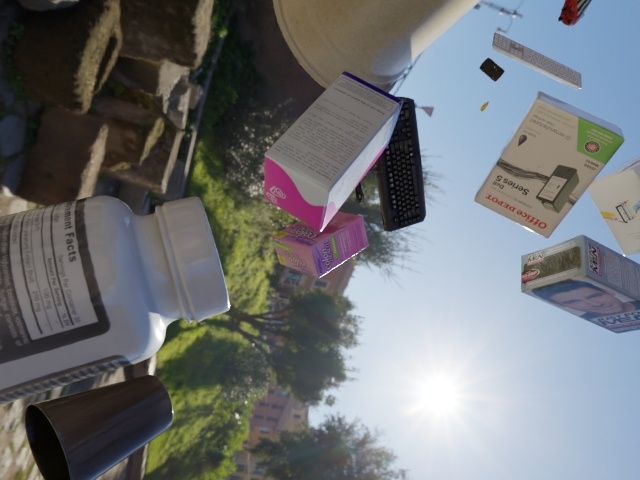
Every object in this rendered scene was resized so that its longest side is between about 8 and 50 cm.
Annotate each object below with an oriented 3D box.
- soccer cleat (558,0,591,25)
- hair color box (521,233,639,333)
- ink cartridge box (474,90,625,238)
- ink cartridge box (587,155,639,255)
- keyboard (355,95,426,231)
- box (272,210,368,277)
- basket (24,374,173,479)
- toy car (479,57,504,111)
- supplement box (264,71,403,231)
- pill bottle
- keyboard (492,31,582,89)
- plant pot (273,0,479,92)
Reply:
[{"bbox_3d":[0.294,-0.284,0.524,0.029,0.035,0.083,45,-23,36],"label":"soccer cleat"},{"bbox_3d":[0.726,0.125,1.209,0.185,0.374,0.114,-36,-143,57],"label":"hair color box"},{"bbox_3d":[0.516,-0.171,1.082,0.115,0.198,0.273,-46,162,-54],"label":"ink cartridge box"},{"bbox_3d":[0.886,-0.107,1.264,0.233,0.171,0.168,62,-17,3],"label":"ink cartridge box"},{"bbox_3d":[0.156,-0.174,1.119,0.033,0.201,0.317,-144,-140,-67],"label":"keyboard"},{"bbox_3d":[0.000,0.000,1.598,0.213,0.243,0.117,16,-51,48],"label":"box"},{"bbox_3d":[-0.431,0.369,0.939,0.204,0.227,0.154,30,-65,32],"label":"basket"},{"bbox_3d":[0.415,-0.394,1.179,0.040,0.060,0.122,-46,159,-56],"label":"toy car"},{"bbox_3d":[0.019,-0.140,0.724,0.220,0.114,0.111,-54,168,-30],"label":"supplement box"},{"bbox_3d":[-0.262,0.055,0.464,0.176,0.318,0.176,165,-90,-74],"label":"pill bottle"},{"bbox_3d":[0.558,-0.464,1.203,0.014,0.256,0.072,119,-6,-59],"label":"keyboard"},{"bbox_3d":[0.134,-0.470,0.844,0.305,0.334,0.334,-18,-123,51],"label":"plant pot"}]
